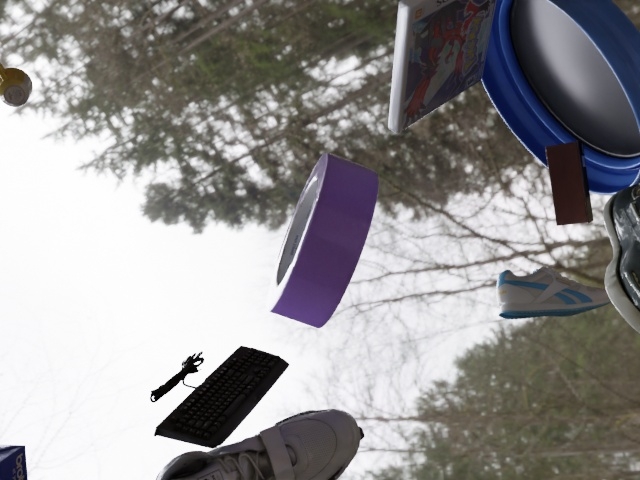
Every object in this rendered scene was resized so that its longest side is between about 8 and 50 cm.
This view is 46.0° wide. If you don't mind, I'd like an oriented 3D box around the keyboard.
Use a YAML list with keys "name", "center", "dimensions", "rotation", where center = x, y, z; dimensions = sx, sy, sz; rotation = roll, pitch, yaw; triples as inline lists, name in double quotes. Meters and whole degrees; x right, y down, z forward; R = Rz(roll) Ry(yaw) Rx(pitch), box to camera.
- name: "keyboard"
  center: [-0.201, 0.265, 1.363]
  dimensions: [0.317, 0.202, 0.033]
  rotation: [-40, -46, -64]

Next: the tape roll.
- name: "tape roll"
  center: [0.000, 0.000, 1.224]
  dimensions: [0.090, 0.274, 0.274]
  rotation: [20, -126, -8]

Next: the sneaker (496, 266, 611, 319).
- name: "sneaker"
  center: [0.449, 0.097, 1.440]
  dimensions: [0.229, 0.087, 0.092]
  rotation: [0, -107, -10]

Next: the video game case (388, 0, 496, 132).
- name: "video game case"
  center: [0.167, -0.262, 1.011]
  dimensions: [0.183, 0.023, 0.201]
  rotation: [-35, -32, -26]

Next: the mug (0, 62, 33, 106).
- name: "mug"
  center: [-0.520, -0.255, 1.261]
  dimensions: [0.078, 0.062, 0.064]
  rotation: [27, -168, -32]

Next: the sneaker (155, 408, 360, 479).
- name: "sneaker"
  center: [-0.114, 0.382, 1.227]
  dimensions: [0.137, 0.366, 0.210]
  rotation: [67, -172, 16]

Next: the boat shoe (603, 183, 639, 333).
- name: "boat shoe"
  center: [0.423, 0.000, 0.935]
  dimensions: [0.116, 0.099, 0.319]
  rotation: [43, -146, -3]

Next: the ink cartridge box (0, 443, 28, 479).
- name: "ink cartridge box"
  center: [-0.350, 0.332, 0.798]
  dimensions: [0.097, 0.046, 0.207]
  rotation: [-31, -60, -78]

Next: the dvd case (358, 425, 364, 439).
- name: "dvd case"
  center: [-0.049, 0.434, 1.514]
  dimensions: [0.179, 0.239, 0.029]
  rotation: [-28, -84, -44]

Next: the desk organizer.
- name: "desk organizer"
  center: [0.392, -0.090, 1.188]
  dimensions: [0.047, 0.050, 0.130]
  rotation: [-14, -84, -61]

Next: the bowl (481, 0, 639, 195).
- name: "bowl"
  center: [0.390, -0.251, 1.200]
  dimensions: [0.077, 0.391, 0.391]
  rotation: [-36, -71, -8]
